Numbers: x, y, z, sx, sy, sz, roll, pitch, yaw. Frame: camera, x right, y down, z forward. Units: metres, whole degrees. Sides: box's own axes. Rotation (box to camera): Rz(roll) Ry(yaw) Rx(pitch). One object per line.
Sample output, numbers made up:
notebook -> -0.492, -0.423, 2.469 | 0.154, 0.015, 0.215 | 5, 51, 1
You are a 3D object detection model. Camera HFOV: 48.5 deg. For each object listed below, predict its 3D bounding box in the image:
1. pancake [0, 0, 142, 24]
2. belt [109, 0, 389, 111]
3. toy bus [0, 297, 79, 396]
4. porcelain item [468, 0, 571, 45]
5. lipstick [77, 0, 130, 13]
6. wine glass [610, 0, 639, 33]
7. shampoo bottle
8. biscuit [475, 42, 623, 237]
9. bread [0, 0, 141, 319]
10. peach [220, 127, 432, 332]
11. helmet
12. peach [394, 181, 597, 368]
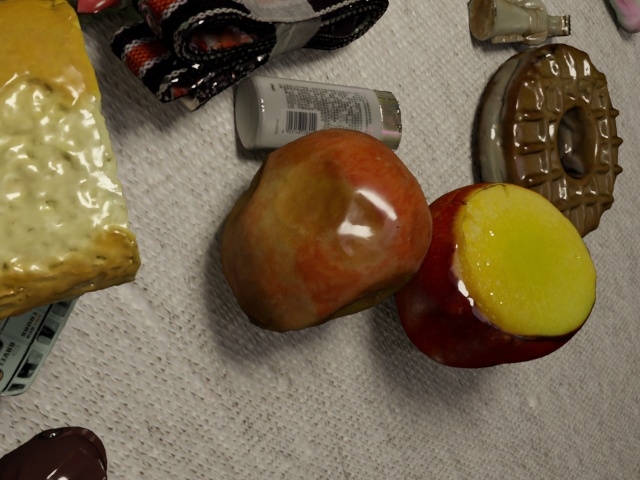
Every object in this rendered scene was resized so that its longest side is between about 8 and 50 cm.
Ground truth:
pancake -> -0.293, -0.289, 0.608 | 0.427, 0.067, 0.304 | -41, 119, -37
belt -> -0.055, -0.242, 0.765 | 0.094, 0.126, 0.359 | 45, 47, 13
toy bus -> -0.269, 0.051, 0.633 | 0.089, 0.087, 0.193 | 40, 64, -43
porcelain item -> 0.325, -0.351, 1.139 | 0.213, 0.054, 0.084 | -8, 98, -39
lipstick -> -0.165, -0.268, 0.689 | 0.186, 0.063, 0.057 | -42, 132, -30
wine glass -> 0.563, -0.460, 1.328 | 0.155, 0.073, 0.073 | 30, 72, -33
shampoo bottle -> 0.004, -0.151, 0.873 | 0.227, 0.056, 0.086 | -5, 91, -40
biscuit -> 0.377, -0.155, 1.154 | 0.332, 0.103, 0.331 | -1, 92, -39
bread -> -0.332, -0.032, 0.483 | 0.376, 0.165, 0.236 | -17, 89, -20
peach -> 0.000, 0.000, 0.787 | 0.235, 0.214, 0.214 | -42, 117, -11
helmet -> -0.245, 0.231, 0.663 | 0.123, 0.070, 0.098 | -23, 104, -36
peach -> 0.210, 0.059, 0.931 | 0.275, 0.248, 0.245 | -7, 135, -45
